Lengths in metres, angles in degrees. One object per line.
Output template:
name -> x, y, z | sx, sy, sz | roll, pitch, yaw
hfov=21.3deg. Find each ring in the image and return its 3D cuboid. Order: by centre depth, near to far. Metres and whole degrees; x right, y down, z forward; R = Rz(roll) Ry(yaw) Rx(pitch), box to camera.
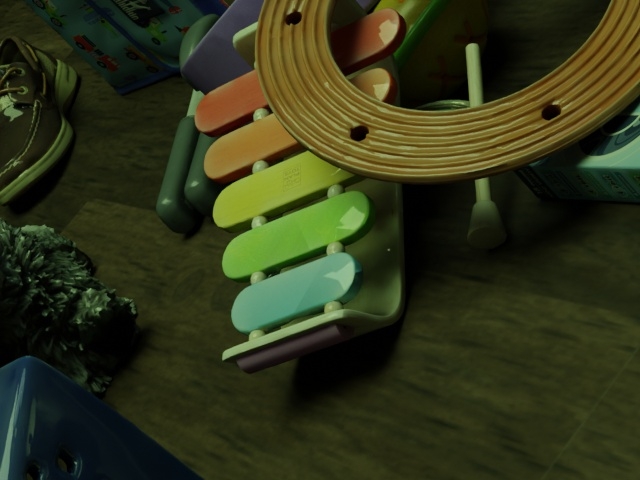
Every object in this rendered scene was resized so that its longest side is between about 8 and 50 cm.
ring -> 0.113, -0.173, 1.249 | 0.337, 0.032, 0.336 | -12, 51, 16

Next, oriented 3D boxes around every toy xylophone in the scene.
toy xylophone -> 0.017, -0.054, 1.297 | 0.236, 0.081, 0.322 | -29, 49, 26

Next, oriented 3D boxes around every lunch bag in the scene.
lunch bag -> -0.208, -0.295, 1.954 | 0.138, 0.221, 0.293 | -54, 25, -19

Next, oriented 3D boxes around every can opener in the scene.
can opener -> -0.124, -0.118, 1.714 | 0.074, 0.093, 0.280 | -31, 33, 27

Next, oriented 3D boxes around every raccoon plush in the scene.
raccoon plush -> -0.365, 0.029, 1.595 | 0.216, 0.299, 0.446 | -48, 24, -5

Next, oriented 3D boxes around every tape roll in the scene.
tape roll -> -0.003, -0.224, 1.541 | 0.275, 0.090, 0.275 | -47, 3, 4

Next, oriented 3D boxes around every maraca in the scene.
maraca -> 0.074, -0.152, 1.432 | 0.185, 0.099, 0.127 | -54, -9, 0

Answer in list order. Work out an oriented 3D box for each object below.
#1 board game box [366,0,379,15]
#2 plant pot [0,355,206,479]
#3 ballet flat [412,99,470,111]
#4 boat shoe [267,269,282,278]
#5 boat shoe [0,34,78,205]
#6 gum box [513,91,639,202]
board game box -> 0.056, -0.177, 1.589 | 0.259, 0.030, 0.136 | -48, 26, -6
plant pot -> -0.191, 0.252, 1.069 | 0.236, 0.236, 0.212 | -33, 34, 24
ballet flat -> 0.079, -0.083, 1.375 | 0.168, 0.057, 0.052 | -21, 22, 41
boat shoe -> 0.000, 0.000, 1.374 | 0.125, 0.046, 0.038 | -49, 25, -2
boat shoe -> -0.390, -0.165, 2.151 | 0.123, 0.123, 0.342 | -36, 26, 20
gum box -> 0.235, -0.096, 1.162 | 0.157, 0.041, 0.184 | -53, 24, -16
